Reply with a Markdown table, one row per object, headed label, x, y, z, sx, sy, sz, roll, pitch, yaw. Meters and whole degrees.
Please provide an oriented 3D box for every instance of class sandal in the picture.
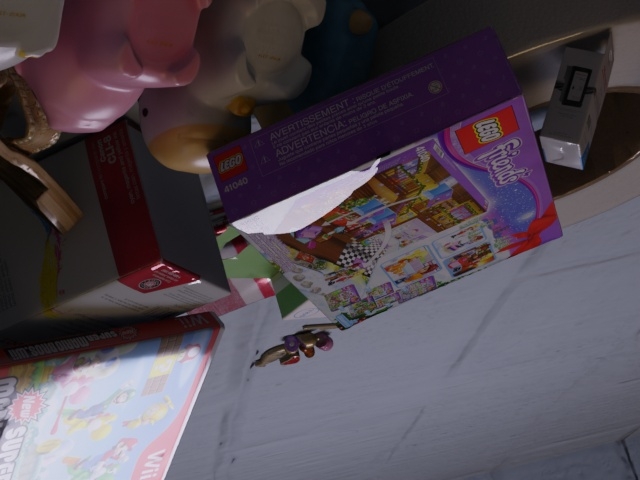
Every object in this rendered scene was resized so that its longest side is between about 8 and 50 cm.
| label | x | y | z | sx | sy | sz | roll | pitch | yaw |
| --- | --- | --- | --- | --- | --- | --- | --- | --- | --- |
| sandal | -0.209 | -0.092 | 0.889 | 0.079 | 0.088 | 0.240 | -48 | 153 | -11 |

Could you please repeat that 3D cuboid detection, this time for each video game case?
| label | x | y | z | sx | sy | sz | roll | pitch | yaw |
| --- | --- | --- | --- | --- | --- | --- | --- | --- | --- |
| video game case | -0.225 | 0.158 | 1.045 | 0.285 | 0.025 | 0.204 | -8 | 134 | -40 |

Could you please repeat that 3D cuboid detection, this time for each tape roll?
| label | x | y | z | sx | sy | sz | roll | pitch | yaw |
| --- | --- | --- | --- | --- | --- | --- | --- | --- | --- |
| tape roll | 0.172 | -0.097 | 1.039 | 0.392 | 0.072 | 0.392 | -14 | 158 | -6 |

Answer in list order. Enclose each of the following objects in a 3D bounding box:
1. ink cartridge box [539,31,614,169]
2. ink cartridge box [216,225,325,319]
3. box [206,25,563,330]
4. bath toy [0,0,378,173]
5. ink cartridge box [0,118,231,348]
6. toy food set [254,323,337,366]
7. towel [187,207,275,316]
| label | x | y | z | sx | sy | sz | roll | pitch | yaw |
| --- | --- | --- | --- | --- | --- | --- | --- | --- | --- |
| ink cartridge box | 0.173 | -0.096 | 0.868 | 0.028 | 0.083 | 0.048 | 14 | 166 | 18 |
| ink cartridge box | 0.001 | 0.021 | 1.231 | 0.235 | 0.056 | 0.171 | -3 | 157 | -39 |
| box | 0.062 | -0.029 | 0.934 | 0.200 | 0.057 | 0.293 | -23 | 158 | 7 |
| bath toy | -0.122 | -0.126 | 0.792 | 0.348 | 0.129 | 0.151 | 7 | 105 | -50 |
| ink cartridge box | -0.188 | 0.008 | 1.051 | 0.176 | 0.127 | 0.128 | -23 | 160 | 15 |
| toy food set | -0.024 | 0.140 | 1.654 | 0.078 | 0.019 | 0.122 | -1 | 155 | -33 |
| towel | 0.000 | 0.000 | 1.301 | 0.329 | 0.037 | 0.237 | -17 | 160 | 3 |
